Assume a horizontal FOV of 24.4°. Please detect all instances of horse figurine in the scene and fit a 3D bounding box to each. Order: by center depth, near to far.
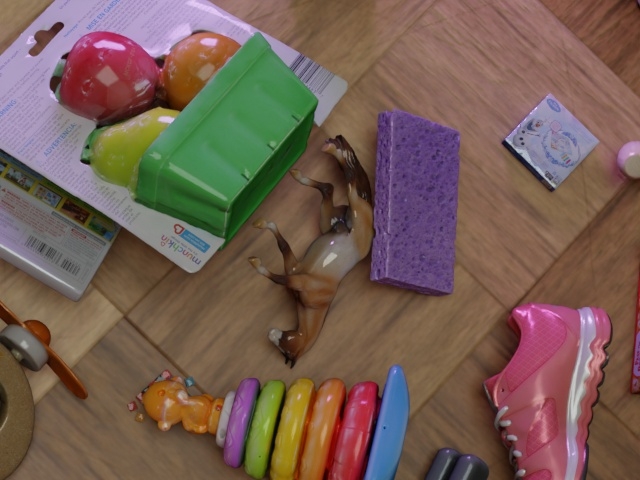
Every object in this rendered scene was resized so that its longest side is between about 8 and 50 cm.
[{"bbox_3d":[0.000,0.000,1.749,0.174,0.066,0.263,52,58,-37],"label":"horse figurine"}]

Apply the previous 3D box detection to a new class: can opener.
[{"bbox_3d":[0.120,0.380,1.727,0.093,0.074,0.280,34,74,-38],"label":"can opener"}]

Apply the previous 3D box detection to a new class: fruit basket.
[{"bbox_3d":[-0.197,-0.157,1.724,0.353,0.165,0.327,28,59,15],"label":"fruit basket"}]

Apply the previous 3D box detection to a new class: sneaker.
[{"bbox_3d":[0.252,0.219,1.767,0.136,0.116,0.313,14,70,3],"label":"sneaker"}]

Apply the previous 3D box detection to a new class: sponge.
[{"bbox_3d":[0.116,-0.045,1.792,0.117,0.031,0.210,13,74,-38],"label":"sponge"}]

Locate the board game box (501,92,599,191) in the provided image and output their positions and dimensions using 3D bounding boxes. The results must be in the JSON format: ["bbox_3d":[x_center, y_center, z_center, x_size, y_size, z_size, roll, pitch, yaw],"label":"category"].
[{"bbox_3d":[0.291,-0.124,1.871,0.090,0.020,0.090,45,76,1],"label":"board game box"}]

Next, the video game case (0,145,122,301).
[{"bbox_3d":[-0.330,-0.064,1.692,0.227,0.026,0.206,31,50,-9],"label":"video game case"}]

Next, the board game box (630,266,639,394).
[{"bbox_3d":[0.470,0.104,1.847,0.147,0.045,0.193,9,78,-8],"label":"board game box"}]

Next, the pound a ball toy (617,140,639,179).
[{"bbox_3d":[0.554,-0.119,1.878,0.319,0.136,0.208,26,107,-8],"label":"pound a ball toy"}]

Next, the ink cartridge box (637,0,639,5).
[{"bbox_3d":[0.557,-0.457,1.902,0.385,0.160,0.279,-31,92,-15],"label":"ink cartridge box"}]

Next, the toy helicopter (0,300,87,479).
[{"bbox_3d":[-0.388,0.104,1.609,0.235,0.140,0.355,-21,112,-36],"label":"toy helicopter"}]

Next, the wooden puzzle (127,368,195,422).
[{"bbox_3d":[-0.182,0.185,1.732,0.083,0.006,0.049,-42,89,-15],"label":"wooden puzzle"}]

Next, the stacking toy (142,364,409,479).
[{"bbox_3d":[-0.057,0.216,1.688,0.302,0.165,0.175,12,62,3],"label":"stacking toy"}]
